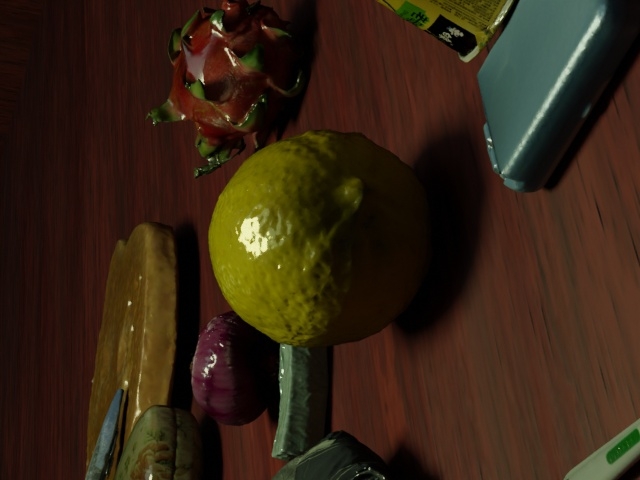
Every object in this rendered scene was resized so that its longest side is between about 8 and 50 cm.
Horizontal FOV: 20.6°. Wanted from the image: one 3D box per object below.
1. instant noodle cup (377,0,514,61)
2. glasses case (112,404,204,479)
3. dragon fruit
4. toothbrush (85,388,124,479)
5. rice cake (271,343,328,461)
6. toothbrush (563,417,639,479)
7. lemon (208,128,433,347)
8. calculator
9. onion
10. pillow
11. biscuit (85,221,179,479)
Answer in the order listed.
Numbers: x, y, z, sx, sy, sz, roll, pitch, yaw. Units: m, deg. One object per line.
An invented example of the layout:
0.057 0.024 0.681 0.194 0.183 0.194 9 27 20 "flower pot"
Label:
0.084 -0.218 1.268 0.151 0.122 0.151 -158 90 -83 "instant noodle cup"
-0.215 0.373 2.001 0.156 0.098 0.425 -100 25 -56 "glasses case"
-0.104 -0.155 1.850 0.236 0.137 0.135 -52 24 42 "dragon fruit"
-0.287 0.365 2.030 0.035 0.042 0.413 97 -172 -71 "toothbrush"
-0.017 0.084 1.613 0.042 0.045 0.245 125 148 -60 "rice cake"
0.202 0.090 0.966 0.304 0.030 0.030 122 151 -57 "toothbrush"
0.002 -0.001 1.393 0.193 0.180 0.180 -28 52 41 "lemon"
0.158 -0.127 1.179 0.210 0.039 0.121 117 154 -43 "calculator"
-0.077 0.123 1.718 0.104 0.115 0.115 -4 73 26 "onion"
-0.011 0.268 1.426 0.335 0.093 0.161 123 145 -51 "pillow"
-0.231 0.173 2.209 0.365 0.062 0.385 160 118 -72 "biscuit"
